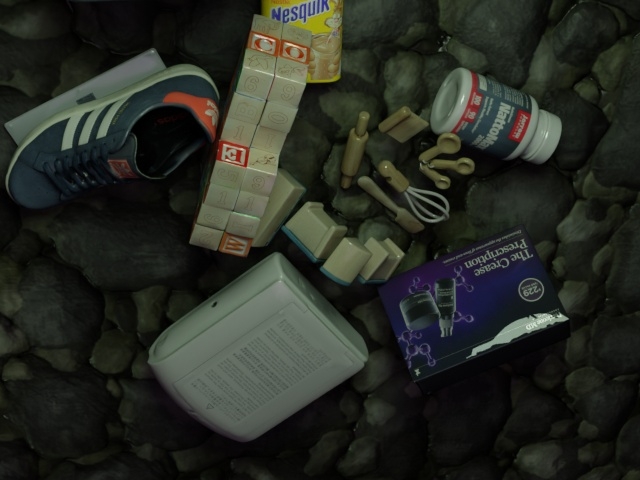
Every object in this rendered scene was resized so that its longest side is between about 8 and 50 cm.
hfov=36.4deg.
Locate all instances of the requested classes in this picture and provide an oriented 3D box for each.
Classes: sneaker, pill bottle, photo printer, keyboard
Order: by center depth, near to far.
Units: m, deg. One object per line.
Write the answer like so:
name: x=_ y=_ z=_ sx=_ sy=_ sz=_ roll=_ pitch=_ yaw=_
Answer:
sneaker: x=-0.302 y=-0.124 z=1.399 sx=0.350 sy=0.148 sz=0.131 roll=-29 pitch=132 yaw=10
keyboard: x=-0.341 y=-0.199 z=1.446 sx=0.256 sy=0.014 sz=0.072 roll=-26 pitch=113 yaw=6
pill bottle: x=0.269 y=-0.183 z=1.477 sx=0.180 sy=0.108 sz=0.108 roll=18 pitch=114 yaw=-16
photo printer: x=-0.113 y=0.193 z=1.623 sx=0.307 sy=0.107 sz=0.256 roll=-36 pitch=118 yaw=15

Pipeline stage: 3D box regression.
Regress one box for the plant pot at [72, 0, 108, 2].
plant pot: x=-0.145 y=-0.426 z=1.167 sx=0.252 sy=0.247 sz=0.248 roll=9 pitch=119 yaw=16

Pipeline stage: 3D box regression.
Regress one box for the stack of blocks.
stack of blocks: x=-0.100 y=-0.141 z=1.365 sx=0.087 sy=0.171 sz=0.297 roll=15 pitch=134 yaw=-11

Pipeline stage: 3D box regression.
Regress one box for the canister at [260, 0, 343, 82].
canister: x=-0.027 y=-0.314 z=1.389 sx=0.126 sy=0.073 sz=0.170 roll=-2 pitch=120 yaw=-5

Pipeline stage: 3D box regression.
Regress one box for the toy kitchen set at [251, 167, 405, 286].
toy kitchen set: x=0.000 y=0.000 z=1.548 sx=0.122 sy=0.207 sz=0.166 roll=-53 pitch=156 yaw=19

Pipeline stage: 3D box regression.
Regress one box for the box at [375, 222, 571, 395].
box: x=0.246 y=0.113 z=1.577 sx=0.261 sy=0.184 sz=0.103 roll=-23 pitch=156 yaw=5

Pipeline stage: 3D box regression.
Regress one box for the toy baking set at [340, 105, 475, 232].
toy baking set: x=0.124 y=-0.099 z=1.500 sx=0.196 sy=0.030 sz=0.256 roll=20 pitch=141 yaw=-1
